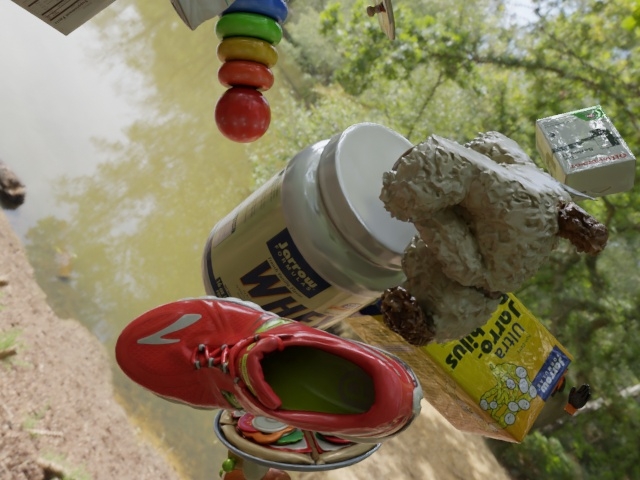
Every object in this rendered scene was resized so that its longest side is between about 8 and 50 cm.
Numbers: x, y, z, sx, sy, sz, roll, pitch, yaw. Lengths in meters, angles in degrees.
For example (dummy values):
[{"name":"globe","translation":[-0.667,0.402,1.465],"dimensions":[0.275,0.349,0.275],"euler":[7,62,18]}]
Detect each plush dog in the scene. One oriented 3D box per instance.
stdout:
[{"name":"plush dog","translation":[0.171,0.019,0.751],"dimensions":[0.210,0.225,0.262],"euler":[40,29,21]}]

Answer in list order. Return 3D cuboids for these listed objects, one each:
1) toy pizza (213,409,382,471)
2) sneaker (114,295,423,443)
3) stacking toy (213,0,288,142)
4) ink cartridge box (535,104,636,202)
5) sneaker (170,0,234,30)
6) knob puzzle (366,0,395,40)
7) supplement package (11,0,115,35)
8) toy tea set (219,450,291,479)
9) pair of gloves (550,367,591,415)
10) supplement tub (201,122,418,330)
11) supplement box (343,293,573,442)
[{"name":"toy pizza","translation":[-0.024,0.208,0.784],"dimensions":[0.201,0.201,0.032],"euler":[-62,157,-79]},{"name":"sneaker","translation":[-0.053,0.099,0.560],"dimensions":[0.118,0.279,0.107],"euler":[50,48,-71]},{"name":"stacking toy","translation":[-0.108,-0.317,1.044],"dimensions":[0.141,0.141,0.330],"euler":[-1,94,-79]},{"name":"ink cartridge box","translation":[0.581,-0.192,1.476],"dimensions":[0.208,0.153,0.087],"euler":[-97,171,-46]},{"name":"sneaker","translation":[-0.116,-0.254,0.547],"dimensions":[0.053,0.061,0.152],"euler":[52,-12,48]},{"name":"knob puzzle","translation":[0.078,-0.406,1.048],"dimensions":[0.213,0.030,0.213],"euler":[-17,90,-86]},{"name":"supplement package","translation":[-0.463,-0.522,1.099],"dimensions":[0.263,0.198,0.199],"euler":[28,42,-57]},{"name":"toy tea set","translation":[-0.076,0.318,1.157],"dimensions":[0.336,0.124,0.200],"euler":[-40,132,-50]},{"name":"pair of gloves","translation":[0.465,0.283,1.264],"dimensions":[0.083,0.074,0.010],"euler":[40,30,29]},{"name":"supplement tub","translation":[0.000,0.000,0.962],"dimensions":[0.235,0.325,0.235],"euler":[21,53,-31]},{"name":"supplement box","translation":[0.234,0.167,1.203],"dimensions":[0.356,0.194,0.195],"euler":[44,-20,-10]}]
